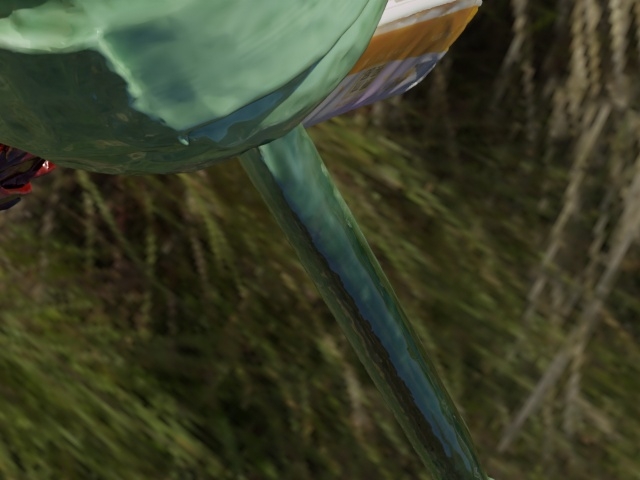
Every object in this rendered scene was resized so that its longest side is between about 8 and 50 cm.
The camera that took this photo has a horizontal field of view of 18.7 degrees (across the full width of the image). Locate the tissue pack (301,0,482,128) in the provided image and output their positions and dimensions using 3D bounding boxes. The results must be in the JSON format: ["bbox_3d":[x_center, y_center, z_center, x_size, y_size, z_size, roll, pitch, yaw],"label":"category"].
[{"bbox_3d":[-0.025,-0.178,1.395,0.124,0.185,0.225,-49,167,33],"label":"tissue pack"}]

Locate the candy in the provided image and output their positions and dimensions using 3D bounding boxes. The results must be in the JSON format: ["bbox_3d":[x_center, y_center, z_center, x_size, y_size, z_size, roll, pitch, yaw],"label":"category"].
[{"bbox_3d":[0.000,0.000,0.489,0.119,0.119,0.440,-47,150,-11],"label":"candy"}]

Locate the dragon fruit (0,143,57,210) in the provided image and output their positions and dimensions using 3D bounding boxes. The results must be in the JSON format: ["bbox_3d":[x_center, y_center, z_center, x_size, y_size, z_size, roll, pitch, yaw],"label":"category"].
[{"bbox_3d":[-0.268,-0.139,1.308,0.244,0.244,0.299,-12,150,-37],"label":"dragon fruit"}]
